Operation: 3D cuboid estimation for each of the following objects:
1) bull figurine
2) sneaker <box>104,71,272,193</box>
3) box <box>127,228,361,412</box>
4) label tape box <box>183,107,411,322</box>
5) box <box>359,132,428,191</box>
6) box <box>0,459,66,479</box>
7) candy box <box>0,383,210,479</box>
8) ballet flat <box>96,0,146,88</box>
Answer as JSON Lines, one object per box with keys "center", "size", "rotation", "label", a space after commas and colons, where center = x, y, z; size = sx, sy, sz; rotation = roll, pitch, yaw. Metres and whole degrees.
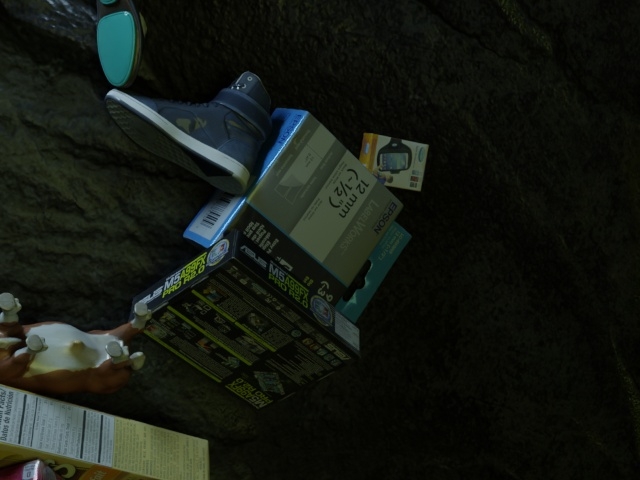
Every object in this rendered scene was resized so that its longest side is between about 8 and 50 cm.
{"center": [-0.370, 0.150, 1.127], "size": [0.310, 0.188, 0.101], "rotation": [2, 60, -39], "label": "bull figurine"}
{"center": [-0.175, -0.187, 1.221], "size": [0.226, 0.086, 0.163], "rotation": [31, 65, -14], "label": "sneaker"}
{"center": [-0.106, 0.126, 1.255], "size": [0.216, 0.060, 0.270], "rotation": [-32, 124, 28], "label": "box"}
{"center": [0.000, 0.000, 1.341], "size": [0.347, 0.115, 0.249], "rotation": [41, 78, -29], "label": "label tape box"}
{"center": [0.127, -0.129, 1.443], "size": [0.136, 0.028, 0.081], "rotation": [6, 96, -30], "label": "box"}
{"center": [-0.427, 0.377, 1.060], "size": [0.256, 0.123, 0.128], "rotation": [-17, 138, 10], "label": "box"}
{"center": [-0.329, 0.306, 1.159], "size": [0.316, 0.088, 0.183], "rotation": [24, 130, -33], "label": "candy box"}
{"center": [-0.263, -0.307, 1.151], "size": [0.074, 0.074, 0.203], "rotation": [-15, 102, -28], "label": "ballet flat"}
